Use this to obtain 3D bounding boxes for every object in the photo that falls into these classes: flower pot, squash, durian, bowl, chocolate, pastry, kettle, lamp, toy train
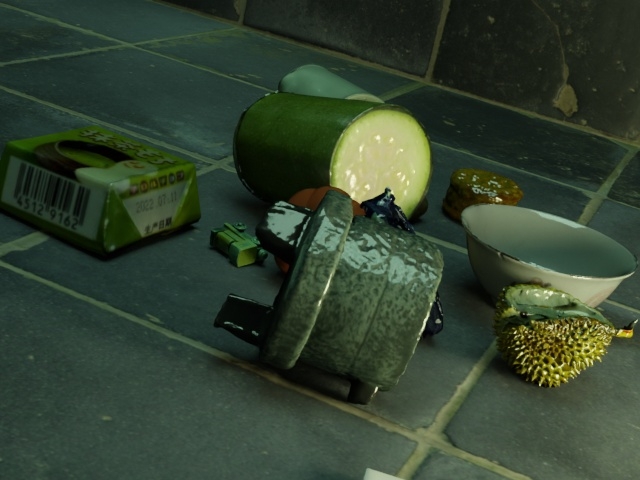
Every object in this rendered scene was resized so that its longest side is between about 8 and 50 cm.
[{"bbox_3d":[0.008,0.084,1.554,0.283,0.299,0.299,22,21,-4],"label":"flower pot"},{"bbox_3d":[0.015,-0.166,2.095,0.263,0.263,0.384,-3,13,-35],"label":"squash"},{"bbox_3d":[0.399,0.168,1.716,0.237,0.138,0.193,10,18,1],"label":"durian"},{"bbox_3d":[0.416,0.063,1.965,0.345,0.157,0.345,12,22,-5],"label":"bowl"},{"bbox_3d":[-0.417,-0.106,1.940,0.301,0.137,0.289,23,23,24],"label":"chocolate"},{"bbox_3d":[0.385,-0.098,2.431,0.188,0.103,0.189,11,22,-4],"label":"pastry"},{"bbox_3d":[0.053,-0.325,2.687,0.265,0.205,0.318,-2,23,-28],"label":"kettle"},{"bbox_3d":[0.000,0.000,1.844,0.187,0.188,0.164,16,30,8],"label":"lamp"},{"bbox_3d":[-0.154,0.007,1.934,0.081,0.050,0.122,-16,36,-39],"label":"toy train"}]

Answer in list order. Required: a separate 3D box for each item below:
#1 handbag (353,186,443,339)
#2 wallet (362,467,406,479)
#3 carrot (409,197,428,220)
[{"bbox_3d":[0.131,0.046,1.757,0.113,0.260,0.162,-21,31,6],"label":"handbag"},{"bbox_3d":[0.111,0.328,1.300,0.122,0.025,0.061,15,19,5],"label":"wallet"},{"bbox_3d":[0.128,-0.054,2.229,0.070,0.070,0.342,26,26,30],"label":"carrot"}]
